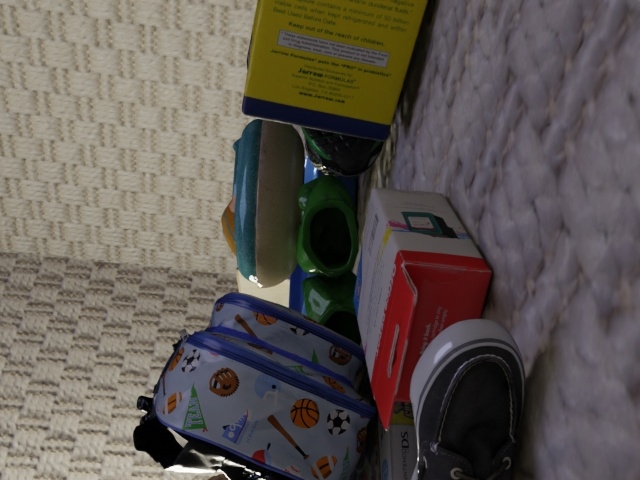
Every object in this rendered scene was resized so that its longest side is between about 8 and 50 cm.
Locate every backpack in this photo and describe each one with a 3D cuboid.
[{"bbox_3d":[-0.057,0.179,0.843,0.263,0.277,0.213,171,118,-80],"label":"backpack"}]

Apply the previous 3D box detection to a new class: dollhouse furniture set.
[{"bbox_3d":[-0.047,0.061,1.962,0.355,0.174,0.303,-46,-41,-51],"label":"dollhouse furniture set"}]

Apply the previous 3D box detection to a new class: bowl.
[{"bbox_3d":[0.000,0.000,1.456,0.391,0.077,0.391,-174,90,-83],"label":"bowl"}]

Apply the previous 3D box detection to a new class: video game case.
[{"bbox_3d":[0.063,0.233,0.898,0.275,0.035,0.248,105,169,-51],"label":"video game case"}]

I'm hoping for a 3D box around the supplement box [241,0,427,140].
[{"bbox_3d":[0.027,-0.337,0.944,0.194,0.195,0.356,-95,17,-58],"label":"supplement box"}]

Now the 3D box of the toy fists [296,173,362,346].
[{"bbox_3d":[0.014,0.046,1.083,0.142,0.096,0.279,-81,-16,-72],"label":"toy fists"}]

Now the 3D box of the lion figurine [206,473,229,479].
[{"bbox_3d":[-0.109,0.562,1.424,0.392,0.142,0.240,55,163,-24],"label":"lion figurine"}]

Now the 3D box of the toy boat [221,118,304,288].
[{"bbox_3d":[-0.101,-0.045,1.237,0.318,0.148,0.267,93,179,-77],"label":"toy boat"}]

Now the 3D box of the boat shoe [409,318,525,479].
[{"bbox_3d":[0.097,0.162,0.516,0.076,0.080,0.228,-106,22,-57],"label":"boat shoe"}]

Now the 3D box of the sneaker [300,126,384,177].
[{"bbox_3d":[0.039,-0.161,1.183,0.343,0.134,0.146,-99,-1,-68],"label":"sneaker"}]

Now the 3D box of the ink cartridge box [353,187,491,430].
[{"bbox_3d":[0.086,0.053,0.682,0.231,0.078,0.134,-99,16,-66],"label":"ink cartridge box"}]

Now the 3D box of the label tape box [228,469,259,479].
[{"bbox_3d":[-0.065,0.425,1.069,0.334,0.106,0.240,-167,82,-77],"label":"label tape box"}]
